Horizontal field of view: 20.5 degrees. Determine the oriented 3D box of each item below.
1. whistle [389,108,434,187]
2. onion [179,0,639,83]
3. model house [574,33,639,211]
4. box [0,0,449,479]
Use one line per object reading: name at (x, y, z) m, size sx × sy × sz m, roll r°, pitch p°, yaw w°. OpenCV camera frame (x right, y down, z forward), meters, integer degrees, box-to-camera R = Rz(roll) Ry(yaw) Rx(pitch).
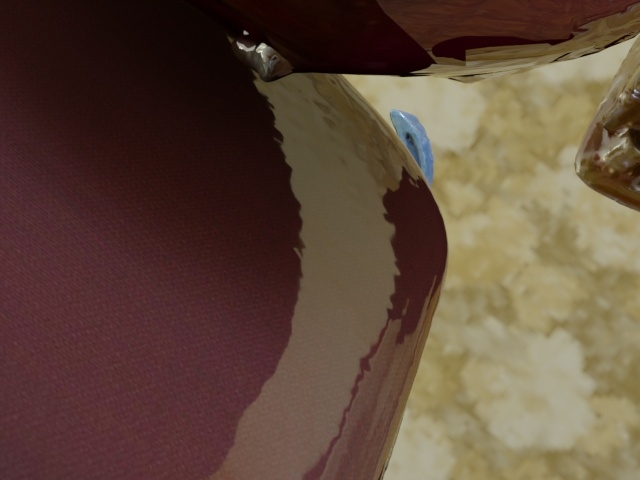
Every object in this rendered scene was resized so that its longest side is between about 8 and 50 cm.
whistle at (0.000, 0.000, 1.188) m, size 0.180 × 0.269 × 0.093 m, roll -16°, pitch 1°, yaw 24°
onion at (0.083, -0.220, 0.575) m, size 0.385 × 0.347 × 0.348 m, roll -11°, pitch -8°, yaw -9°
model house at (0.281, -0.119, 0.972) m, size 0.229 × 0.199 × 0.219 m, roll 117°, pitch 174°, yaw -61°
box at (-0.087, 0.019, 0.576) m, size 0.108 × 0.263 × 0.404 m, roll -48°, pitch 6°, yaw 29°
